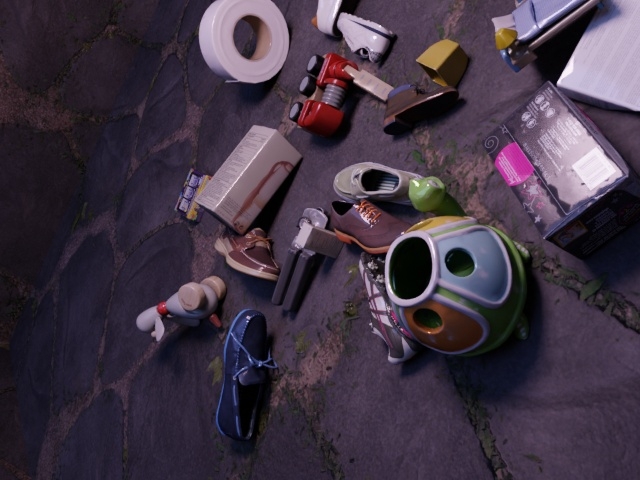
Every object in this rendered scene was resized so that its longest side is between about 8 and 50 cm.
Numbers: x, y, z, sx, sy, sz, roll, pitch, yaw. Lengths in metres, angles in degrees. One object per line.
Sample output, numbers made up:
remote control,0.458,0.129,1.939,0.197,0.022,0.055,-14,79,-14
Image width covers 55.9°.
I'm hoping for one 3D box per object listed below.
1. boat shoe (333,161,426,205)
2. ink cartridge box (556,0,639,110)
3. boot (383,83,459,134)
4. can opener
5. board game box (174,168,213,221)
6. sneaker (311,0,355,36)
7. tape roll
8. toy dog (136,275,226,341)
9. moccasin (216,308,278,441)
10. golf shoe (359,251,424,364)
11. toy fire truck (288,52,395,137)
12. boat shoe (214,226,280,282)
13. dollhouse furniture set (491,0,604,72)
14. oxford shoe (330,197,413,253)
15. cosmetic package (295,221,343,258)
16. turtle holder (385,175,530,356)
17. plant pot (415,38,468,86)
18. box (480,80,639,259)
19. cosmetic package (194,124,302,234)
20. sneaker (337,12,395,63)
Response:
boat shoe,0.124,-0.144,1.443,0.302,0.094,0.109,9,81,51
ink cartridge box,0.561,-0.311,1.044,0.232,0.066,0.189,32,100,31
boot,0.228,-0.337,1.415,0.219,0.082,0.106,-21,61,46
can opener,-0.042,0.049,1.592,0.076,0.095,0.283,26,105,28
board game box,-0.454,-0.165,2.187,0.141,0.048,0.170,26,94,50
sneaker,0.054,-0.753,1.767,0.123,0.106,0.290,31,100,34
tape roll,-0.245,-0.652,1.960,0.100,0.286,0.286,17,88,51
toy dog,-0.419,0.237,1.882,0.334,0.220,0.160,-32,83,48
moccasin,-0.179,0.355,1.585,0.117,0.138,0.341,12,98,48
golf shoe,0.135,0.138,1.304,0.120,0.105,0.272,-56,39,28
toy fire truck,0.056,-0.382,1.611,0.246,0.159,0.216,23,92,62
boat shoe,-0.204,0.020,1.751,0.342,0.123,0.123,33,101,58
dollhouse furniture set,0.413,-0.518,1.106,0.286,0.198,0.303,-33,32,38
oxford shoe,0.111,-0.039,1.384,0.097,0.098,0.271,-38,28,-27
cosmetic package,0.000,0.000,1.512,0.041,0.115,0.060,34,101,50
turtle holder,0.244,0.045,1.108,0.243,0.228,0.320,10,83,52
plant pot,0.287,-0.409,1.381,0.083,0.081,0.081,-49,41,7
box,0.423,-0.121,1.037,0.163,0.142,0.247,-44,46,28
cosmetic package,-0.211,-0.180,1.767,0.296,0.129,0.153,-53,35,-7
sneaker,0.106,-0.560,1.663,0.235,0.090,0.094,45,119,51
